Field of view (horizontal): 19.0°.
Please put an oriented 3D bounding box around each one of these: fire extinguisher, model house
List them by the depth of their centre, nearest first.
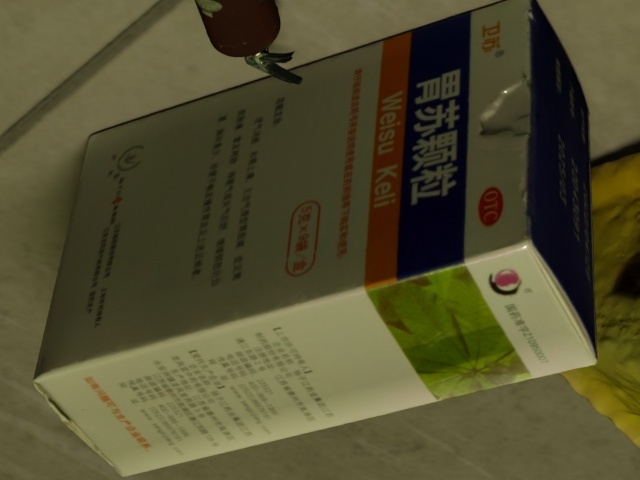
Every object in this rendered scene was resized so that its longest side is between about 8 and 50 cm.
[{"bbox_3d":[-0.055,-0.150,1.046,0.064,0.043,0.158,18,146,31],"label":"fire extinguisher"},{"bbox_3d":[0.233,0.046,1.150,0.193,0.175,0.234,39,171,-35],"label":"model house"}]

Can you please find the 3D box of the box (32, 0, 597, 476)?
[{"bbox_3d":[0.000,0.000,1.088,0.299,0.200,0.106,-17,132,22],"label":"box"}]
